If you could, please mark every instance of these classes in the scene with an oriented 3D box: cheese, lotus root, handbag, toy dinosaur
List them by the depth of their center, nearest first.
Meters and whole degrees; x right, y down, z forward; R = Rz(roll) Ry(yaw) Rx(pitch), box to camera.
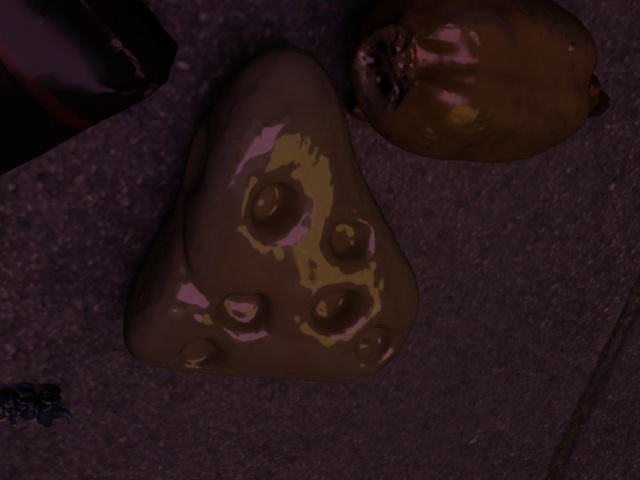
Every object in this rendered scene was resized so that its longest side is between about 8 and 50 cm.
[{"bbox_3d":[-0.240,-0.151,0.520,0.215,0.155,0.169,-25,127,14],"label":"handbag"},{"bbox_3d":[0.174,-0.163,0.702,0.343,0.151,0.169,-4,106,-41],"label":"lotus root"},{"bbox_3d":[0.000,0.000,0.741,0.328,0.129,0.351,15,114,-29],"label":"cheese"},{"bbox_3d":[-0.314,0.185,0.775,0.083,0.030,0.047,9,117,-27],"label":"toy dinosaur"}]

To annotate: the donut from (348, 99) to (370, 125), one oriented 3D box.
[{"bbox_3d":[0.074,-0.133,0.735,0.083,0.067,0.038,19,91,4],"label":"donut"}]
